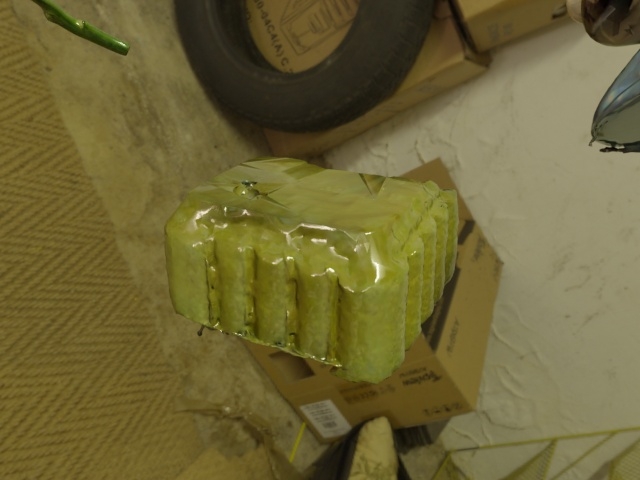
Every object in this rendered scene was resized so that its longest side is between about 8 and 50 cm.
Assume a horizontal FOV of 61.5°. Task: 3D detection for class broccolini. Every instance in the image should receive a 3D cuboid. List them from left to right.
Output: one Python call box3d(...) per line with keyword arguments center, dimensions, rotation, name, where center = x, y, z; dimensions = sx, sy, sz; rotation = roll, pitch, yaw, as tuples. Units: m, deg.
box3d(center=(-0.299, -0.289, 0.589), dimensions=(0.271, 0.123, 0.062), rotation=(31, 82, -57), name="broccolini")

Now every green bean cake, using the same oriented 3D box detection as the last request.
box3d(center=(0.000, 0.000, 0.519), dimensions=(0.233, 0.236, 0.124), rotation=(-41, 138, -55), name="green bean cake")

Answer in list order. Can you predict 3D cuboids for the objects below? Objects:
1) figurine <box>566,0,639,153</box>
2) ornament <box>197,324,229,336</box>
box3d(center=(0.286, -0.283, 0.398), dimensions=(0.248, 0.276, 0.388), rotation=(-4, 76, -23), name="figurine")
box3d(center=(-0.132, 0.079, 0.648), dimensions=(0.028, 0.125, 0.073), rotation=(-14, 88, -28), name="ornament")
